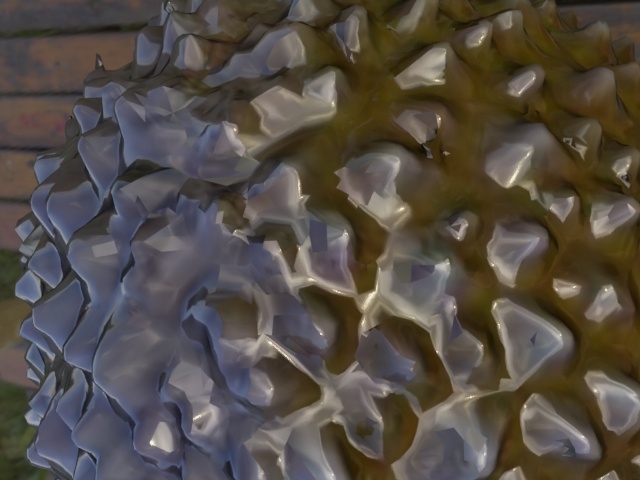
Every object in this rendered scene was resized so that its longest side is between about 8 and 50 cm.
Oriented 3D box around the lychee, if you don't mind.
[{"bbox_3d":[0.040,0.052,0.535,0.380,0.432,0.380,-7,67,16],"label":"lychee"}]
